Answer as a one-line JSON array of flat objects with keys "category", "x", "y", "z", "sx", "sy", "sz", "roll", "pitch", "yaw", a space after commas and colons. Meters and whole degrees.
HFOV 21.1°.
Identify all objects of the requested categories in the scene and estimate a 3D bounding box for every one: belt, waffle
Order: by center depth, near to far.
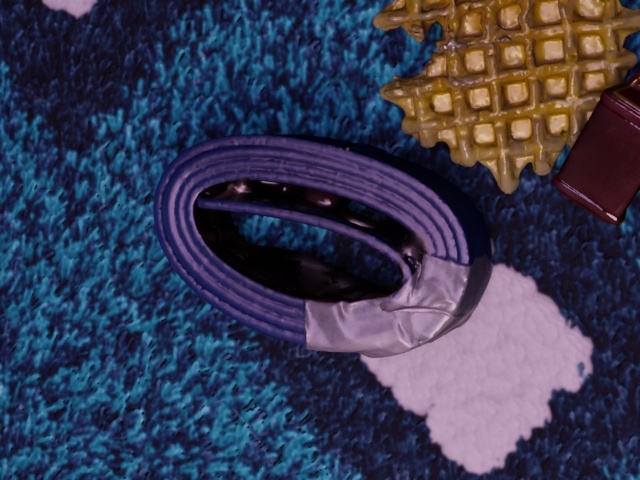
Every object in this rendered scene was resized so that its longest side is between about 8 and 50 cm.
[{"category": "waffle", "x": 0.187, "y": -0.191, "z": 1.739, "sx": 0.250, "sy": 0.056, "sz": 0.261, "roll": 40, "pitch": 103, "yaw": 0}, {"category": "belt", "x": 0.000, "y": 0.000, "z": 1.789, "sx": 0.347, "sy": 0.117, "sz": 0.212, "roll": 16, "pitch": 97, "yaw": 17}]

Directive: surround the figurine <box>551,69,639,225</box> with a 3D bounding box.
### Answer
[{"category": "figurine", "x": 0.307, "y": -0.102, "z": 1.690, "sx": 0.082, "sy": 0.098, "sz": 0.154, "roll": 37, "pitch": 124, "yaw": 15}]
